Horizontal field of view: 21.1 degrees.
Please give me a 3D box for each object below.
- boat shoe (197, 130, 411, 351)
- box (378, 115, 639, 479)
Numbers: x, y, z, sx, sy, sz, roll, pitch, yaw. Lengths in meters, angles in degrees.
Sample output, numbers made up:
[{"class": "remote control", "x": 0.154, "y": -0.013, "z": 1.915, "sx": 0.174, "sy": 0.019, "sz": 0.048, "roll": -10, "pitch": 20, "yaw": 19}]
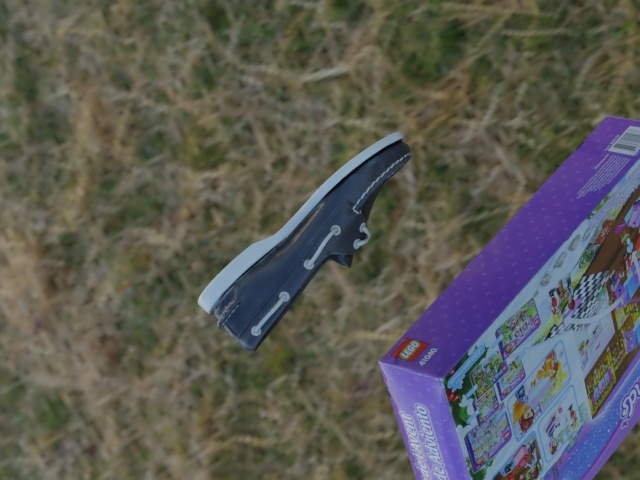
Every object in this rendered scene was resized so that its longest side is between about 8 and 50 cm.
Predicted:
[{"class": "boat shoe", "x": 0.000, "y": 0.000, "z": 0.800, "sx": 0.038, "sy": 0.125, "sz": 0.046, "roll": 47, "pitch": 169, "yaw": 7}, {"class": "box", "x": 0.168, "y": 0.075, "z": 1.218, "sx": 0.057, "sy": 0.293, "sz": 0.201, "roll": 14, "pitch": 135, "yaw": 39}]
